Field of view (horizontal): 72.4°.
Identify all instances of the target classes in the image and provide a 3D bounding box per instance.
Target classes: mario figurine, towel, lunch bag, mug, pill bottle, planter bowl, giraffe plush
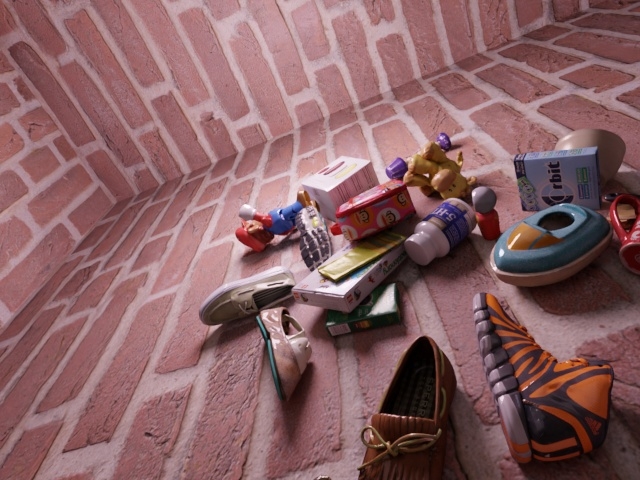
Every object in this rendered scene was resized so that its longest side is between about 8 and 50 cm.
[{"bbox_3d":[-0.172,-0.089,1.585,0.320,0.198,0.170,-25,24,14],"label":"mario figurine"},{"bbox_3d":[0.110,0.037,1.170,0.237,0.021,0.102,-29,20,-20],"label":"towel"},{"bbox_3d":[0.148,-0.085,1.338,0.258,0.120,0.293,-25,6,7],"label":"lunch bag"},{"bbox_3d":[0.672,-0.016,0.894,0.169,0.113,0.150,-45,32,-24],"label":"mug"},{"bbox_3d":[0.318,-0.020,1.172,0.186,0.112,0.112,-38,31,-21],"label":"pill bottle"},{"bbox_3d":[0.693,-0.195,1.138,0.162,0.162,0.109,1,58,40],"label":"planter bowl"},{"bbox_3d":[0.390,-0.189,1.383,0.210,0.181,0.170,6,37,-15],"label":"giraffe plush"}]

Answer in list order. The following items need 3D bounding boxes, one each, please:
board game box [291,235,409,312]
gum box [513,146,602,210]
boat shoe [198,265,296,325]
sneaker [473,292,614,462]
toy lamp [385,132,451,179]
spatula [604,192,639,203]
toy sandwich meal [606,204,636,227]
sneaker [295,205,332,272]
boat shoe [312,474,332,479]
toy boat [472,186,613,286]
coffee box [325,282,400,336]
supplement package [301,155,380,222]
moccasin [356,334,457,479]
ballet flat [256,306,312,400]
[{"bbox_3d":[0.091,0.079,1.192,0.193,0.053,0.305,2,29,46],"label":"board game box"},{"bbox_3d":[0.604,-0.152,1.116,0.184,0.157,0.041,1,38,40],"label":"gum box"},{"bbox_3d":[-0.212,0.169,1.285,0.302,0.109,0.094,-27,30,-9],"label":"boat shoe"},{"bbox_3d":[0.377,0.212,0.752,0.180,0.125,0.321,-14,41,12],"label":"sneaker"},{"bbox_3d":[0.369,-0.316,1.663,0.274,0.080,0.080,-30,29,-11],"label":"toy lamp"},{"bbox_3d":[0.795,-0.088,0.957,0.296,0.030,0.084,3,40,32],"label":"spatula"},{"bbox_3d":[0.711,-0.057,1.010,0.085,0.029,0.085,-17,19,6],"label":"toy sandwich meal"},{"bbox_3d":[0.000,0.000,1.399,0.107,0.110,0.275,-33,42,22],"label":"sneaker"},{"bbox_3d":[0.015,0.458,0.694,0.056,0.048,0.153,-15,35,-6],"label":"boat shoe"},{"bbox_3d":[0.471,-0.026,1.020,0.267,0.148,0.318,-31,29,-10],"label":"toy boat"},{"bbox_3d":[0.106,0.173,1.088,0.184,0.040,0.113,-17,27,16],"label":"coffee box"},{"bbox_3d":[0.080,-0.188,1.600,0.203,0.149,0.194,-37,30,-18],"label":"supplement package"},{"bbox_3d":[0.140,0.319,0.708,0.139,0.147,0.380,-1,37,37],"label":"moccasin"},{"bbox_3d":[-0.082,0.250,1.054,0.106,0.108,0.316,-16,28,-10],"label":"ballet flat"}]
